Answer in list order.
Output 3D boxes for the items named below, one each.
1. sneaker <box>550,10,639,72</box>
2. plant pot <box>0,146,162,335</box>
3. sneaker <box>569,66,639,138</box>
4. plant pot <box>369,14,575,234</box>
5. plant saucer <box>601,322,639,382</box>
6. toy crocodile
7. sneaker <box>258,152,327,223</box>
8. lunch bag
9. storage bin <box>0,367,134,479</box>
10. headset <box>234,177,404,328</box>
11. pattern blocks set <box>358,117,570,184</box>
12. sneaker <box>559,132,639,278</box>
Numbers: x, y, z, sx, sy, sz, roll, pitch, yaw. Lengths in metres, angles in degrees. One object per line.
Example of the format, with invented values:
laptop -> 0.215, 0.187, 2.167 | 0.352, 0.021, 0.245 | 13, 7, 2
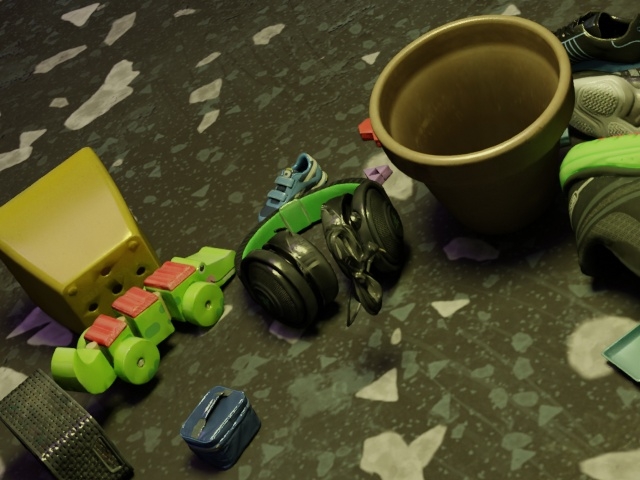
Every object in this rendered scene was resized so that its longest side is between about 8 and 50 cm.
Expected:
sneaker -> 0.399, -0.310, 1.740 | 0.232, 0.090, 0.081 | 5, 47, 35
plant pot -> -0.357, 0.027, 1.739 | 0.212, 0.212, 0.187 | -38, 51, -14
sneaker -> 0.469, -0.218, 1.586 | 0.268, 0.101, 0.153 | 10, 50, 32
plant pot -> 0.220, -0.129, 1.506 | 0.263, 0.229, 0.263 | -12, 48, 14
plant saucer -> 0.420, 0.095, 1.308 | 0.192, 0.018, 0.067 | -36, 37, -10
toy crocodile -> -0.248, 0.107, 1.624 | 0.115, 0.105, 0.340 | 12, 42, 42
sneaker -> -0.053, -0.079, 1.776 | 0.053, 0.059, 0.144 | 18, 57, 41
lunch bag -> -0.127, 0.234, 1.446 | 0.067, 0.065, 0.098 | 8, 50, 38
storage bin -> -0.344, 0.264, 1.498 | 0.084, 0.122, 0.180 | -43, 39, -19
headset -> 0.000, 0.000, 1.545 | 0.243, 0.185, 0.394 | -32, 26, -5
pattern blocks set -> 0.218, -0.166, 1.738 | 0.324, 0.026, 0.285 | -19, 38, 11
sneaker -> 0.451, -0.026, 1.233 | 0.185, 0.202, 0.482 | 1, -1, -23
